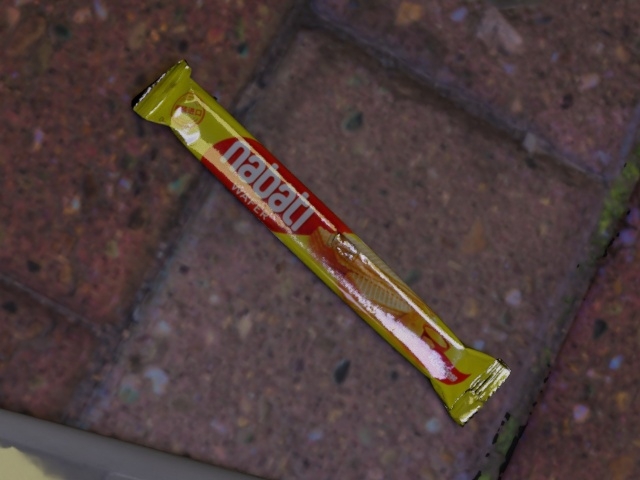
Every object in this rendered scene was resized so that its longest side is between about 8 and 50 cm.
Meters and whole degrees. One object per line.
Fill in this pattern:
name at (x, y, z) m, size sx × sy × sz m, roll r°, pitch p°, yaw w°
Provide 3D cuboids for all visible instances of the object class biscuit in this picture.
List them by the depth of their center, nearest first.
biscuit at (0.000, 0.000, 0.838) m, size 0.292 × 0.026 × 0.048 m, roll 43°, pitch 95°, yaw -1°

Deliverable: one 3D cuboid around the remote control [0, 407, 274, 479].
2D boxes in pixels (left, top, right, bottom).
remote control at (-0.126, 0.167, 0.758) m, size 0.313 × 0.055 × 0.109 m, roll 17°, pitch 77°, yaw -15°
